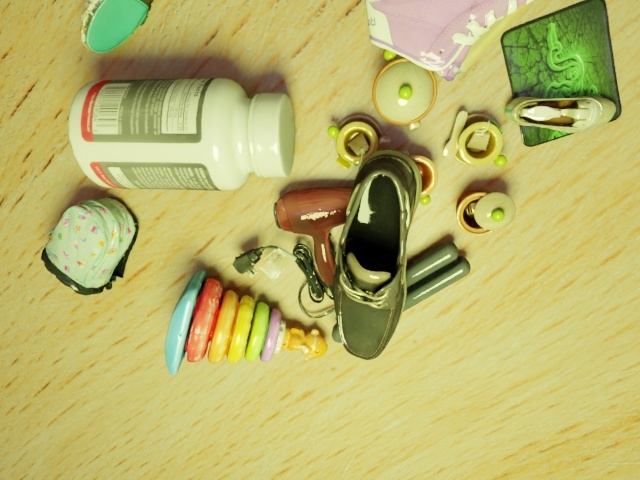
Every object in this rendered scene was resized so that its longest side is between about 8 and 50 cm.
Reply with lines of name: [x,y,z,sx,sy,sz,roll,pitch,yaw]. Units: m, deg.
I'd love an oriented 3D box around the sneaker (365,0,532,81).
sneaker: [0.188,-0.256,0.453,0.282,0.102,0.161,6,114,17]

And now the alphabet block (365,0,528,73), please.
alphabet block: [0.181,-0.361,0.562,0.193,0.192,0.197,41,109,-9]

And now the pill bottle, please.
pill bottle: [-0.209,-0.170,0.690,0.318,0.176,0.176,2,110,7]

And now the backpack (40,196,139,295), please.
backpack: [-0.439,0.005,0.818,0.152,0.115,0.182,40,107,-5]

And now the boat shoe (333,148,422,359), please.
boat shoe: [0.071,0.038,0.670,0.132,0.130,0.356,9,109,19]

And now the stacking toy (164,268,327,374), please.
stacking toy: [-0.130,0.177,0.831,0.301,0.166,0.175,14,100,-9]

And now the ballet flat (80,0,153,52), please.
ballet flat: [-0.308,-0.412,0.679,0.241,0.091,0.077,-44,68,15]

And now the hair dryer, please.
hair dryer: [0.000,0.000,0.792,0.223,0.080,0.293,33,117,-21]

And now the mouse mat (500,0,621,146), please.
mouse mat: [0.379,-0.258,0.669,0.152,0.007,0.190,-17,107,13]

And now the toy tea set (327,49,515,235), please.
toy tea set: [0.182,-0.139,0.674,0.336,0.124,0.200,30,111,-3]

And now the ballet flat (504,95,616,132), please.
ballet flat: [0.375,-0.194,0.660,0.168,0.052,0.057,1,110,7]

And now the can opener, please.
can opener: [0.140,0.110,0.784,0.283,0.095,0.076,-36,102,24]
